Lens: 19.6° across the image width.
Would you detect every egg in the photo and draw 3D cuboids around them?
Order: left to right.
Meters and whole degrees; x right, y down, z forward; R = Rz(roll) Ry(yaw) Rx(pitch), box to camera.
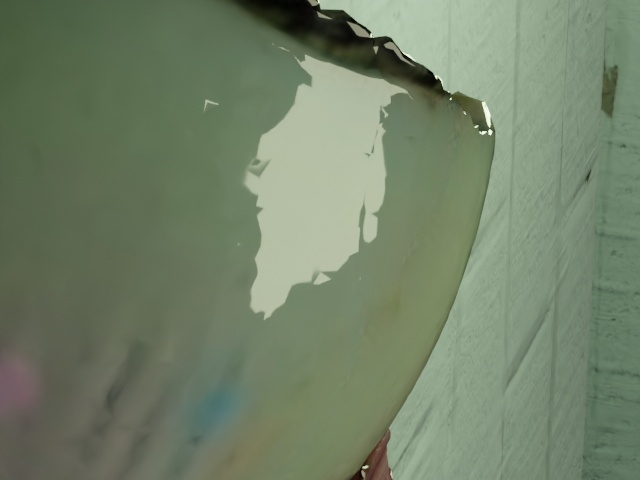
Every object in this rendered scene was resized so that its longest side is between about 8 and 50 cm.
[{"bbox_3d":[-0.138,0.030,0.810,0.340,0.354,0.354,-65,162,1],"label":"egg"}]

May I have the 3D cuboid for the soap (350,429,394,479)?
[{"bbox_3d":[-0.031,0.180,1.447,0.112,0.182,0.289,78,31,-47],"label":"soap"}]
